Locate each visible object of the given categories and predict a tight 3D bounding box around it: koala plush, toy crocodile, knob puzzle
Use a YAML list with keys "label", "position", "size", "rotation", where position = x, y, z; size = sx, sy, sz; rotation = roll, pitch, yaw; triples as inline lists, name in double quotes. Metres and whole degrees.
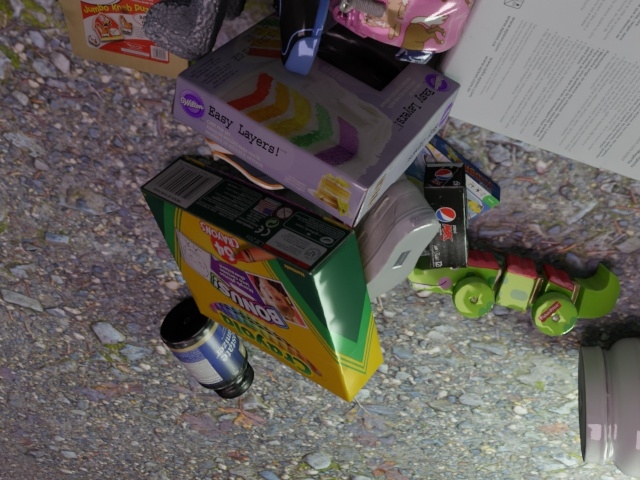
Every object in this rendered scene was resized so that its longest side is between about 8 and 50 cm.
- label: "koala plush"
  position: [-0.188, -0.349, 0.765]
  size: [0.221, 0.196, 0.203]
  rotation: [21, 129, -2]
- label: "toy crocodile"
  position: [0.303, 0.067, 1.111]
  size: [0.341, 0.115, 0.105]
  rotation: [11, 111, 3]
- label: "knob puzzle"
  position: [-0.258, -0.318, 0.921]
  size: [0.213, 0.030, 0.213]
  rotation: [9, 137, 8]

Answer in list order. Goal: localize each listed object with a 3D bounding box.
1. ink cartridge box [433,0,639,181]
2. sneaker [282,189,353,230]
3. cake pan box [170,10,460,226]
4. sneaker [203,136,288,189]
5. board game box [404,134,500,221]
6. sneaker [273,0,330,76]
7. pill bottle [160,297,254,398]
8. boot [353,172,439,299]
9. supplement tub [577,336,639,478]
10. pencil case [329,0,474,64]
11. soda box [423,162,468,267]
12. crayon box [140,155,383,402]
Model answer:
- label: "ink cartridge box"
  position: [0.332, -0.241, 0.808]
  size: [0.330, 0.071, 0.324]
  rotation: [17, 138, -6]
- label: "sneaker"
  position: [0.000, 0.000, 1.144]
  size: [0.111, 0.103, 0.252]
  rotation: [2, 130, 21]
- label: "cake pan box"
  position: [0.006, -0.165, 0.805]
  size: [0.246, 0.267, 0.070]
  rotation: [34, 139, 10]
- label: "sneaker"
  position: [-0.017, -0.139, 0.974]
  size: [0.321, 0.126, 0.127]
  rotation: [17, 134, 16]
- label: "board game box"
  position: [0.151, -0.091, 1.041]
  size: [0.201, 0.035, 0.136]
  rotation: [35, 134, -20]
- label: "sneaker"
  position: [-0.030, -0.295, 0.725]
  size: [0.091, 0.081, 0.232]
  rotation: [8, 105, -7]
- label: "pill bottle"
  position: [-0.224, 0.228, 1.421]
  size: [0.123, 0.122, 0.219]
  rotation: [-8, 133, 24]
- label: "boot"
  position: [0.088, -0.009, 1.047]
  size: [0.095, 0.123, 0.258]
  rotation: [-11, 153, -28]
- label: "supplement tub"
  position: [0.609, 0.281, 1.156]
  size: [0.325, 0.235, 0.235]
  rotation: [0, 135, 17]
- label: "pencil case"
  position: [0.117, -0.369, 0.659]
  size: [0.160, 0.167, 0.386]
  rotation: [15, 137, -1]
- label: "soda box"
  position: [0.188, -0.034, 1.024]
  size: [0.060, 0.053, 0.169]
  rotation: [0, 136, 14]
- label: "crayon box"
  position: [-0.090, 0.060, 1.107]
  size: [0.363, 0.106, 0.313]
  rotation: [25, 145, 34]
